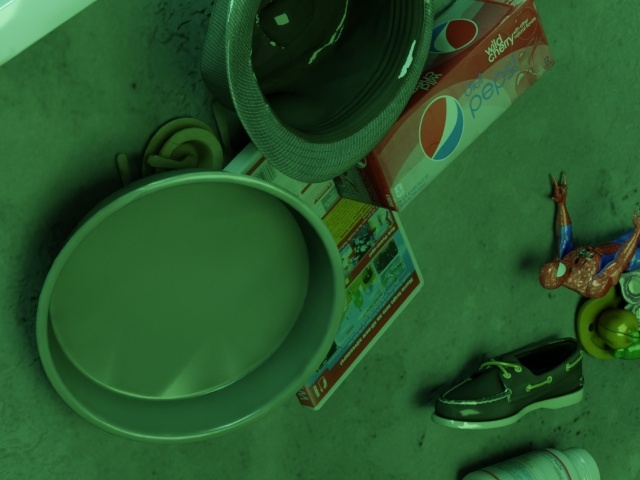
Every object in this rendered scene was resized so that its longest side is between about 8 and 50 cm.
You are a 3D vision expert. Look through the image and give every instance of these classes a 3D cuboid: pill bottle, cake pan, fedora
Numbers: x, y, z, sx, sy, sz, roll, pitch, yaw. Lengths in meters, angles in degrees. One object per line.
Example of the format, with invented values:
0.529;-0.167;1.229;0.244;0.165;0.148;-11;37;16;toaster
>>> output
0.242;0.289;2.207;0.160;0.087;0.087;-13;115;-35;pill bottle
-0.123;0.056;1.786;0.293;0.054;0.293;-9;122;-14;cake pan
-0.021;-0.194;1.772;0.275;0.124;0.243;-55;129;-20;fedora

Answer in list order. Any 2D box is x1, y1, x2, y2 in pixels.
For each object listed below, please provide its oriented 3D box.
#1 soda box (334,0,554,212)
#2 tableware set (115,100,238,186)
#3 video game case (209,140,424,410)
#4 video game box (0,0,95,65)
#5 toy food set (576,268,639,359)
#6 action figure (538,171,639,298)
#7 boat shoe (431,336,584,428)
0.118;-0.144;1.913;0.263;0.083;0.092;-43;129;-27;soda box
-0.113;-0.025;1.830;0.128;0.039;0.194;-31;125;-26;tableware set
0.000;0.000;1.910;0.204;0.025;0.285;-48;131;-32;video game case
-0.232;-0.228;1.555;0.205;0.187;0.048;-39;127;-21;video game box
0.404;0.080;2.263;0.218;0.071;0.128;-15;116;-34;toy food set
0.353;-0.019;2.173;0.280;0.091;0.139;-19;121;-34;action figure
0.210;0.158;2.138;0.228;0.081;0.068;-11;111;-43;boat shoe
